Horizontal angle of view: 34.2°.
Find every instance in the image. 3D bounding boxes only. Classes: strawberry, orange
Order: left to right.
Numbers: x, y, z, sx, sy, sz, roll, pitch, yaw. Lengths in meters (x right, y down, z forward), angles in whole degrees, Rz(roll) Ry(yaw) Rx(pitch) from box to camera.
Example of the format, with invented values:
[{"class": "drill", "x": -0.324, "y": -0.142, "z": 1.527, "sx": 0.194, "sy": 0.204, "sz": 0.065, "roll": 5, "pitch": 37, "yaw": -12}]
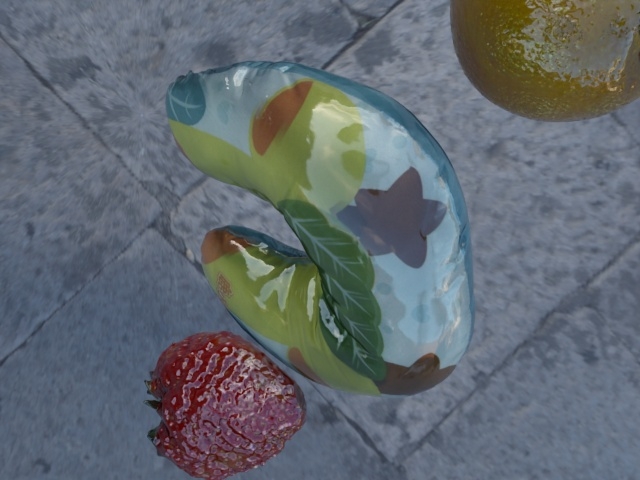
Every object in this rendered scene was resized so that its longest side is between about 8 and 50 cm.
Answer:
[{"class": "strawberry", "x": -0.080, "y": 0.139, "z": 0.912, "sx": 0.148, "sy": 0.131, "sz": 0.131, "roll": -22, "pitch": 101, "yaw": 18}, {"class": "orange", "x": 0.289, "y": -0.272, "z": 1.248, "sx": 0.274, "sy": 0.274, "sz": 0.274, "roll": -1, "pitch": 97, "yaw": -10}]

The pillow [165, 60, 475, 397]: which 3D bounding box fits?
[{"class": "pillow", "x": 0.000, "y": 0.000, "z": 0.651, "sx": 0.086, "sy": 0.214, "sz": 0.233, "roll": -44, "pitch": 141, "yaw": -37}]
